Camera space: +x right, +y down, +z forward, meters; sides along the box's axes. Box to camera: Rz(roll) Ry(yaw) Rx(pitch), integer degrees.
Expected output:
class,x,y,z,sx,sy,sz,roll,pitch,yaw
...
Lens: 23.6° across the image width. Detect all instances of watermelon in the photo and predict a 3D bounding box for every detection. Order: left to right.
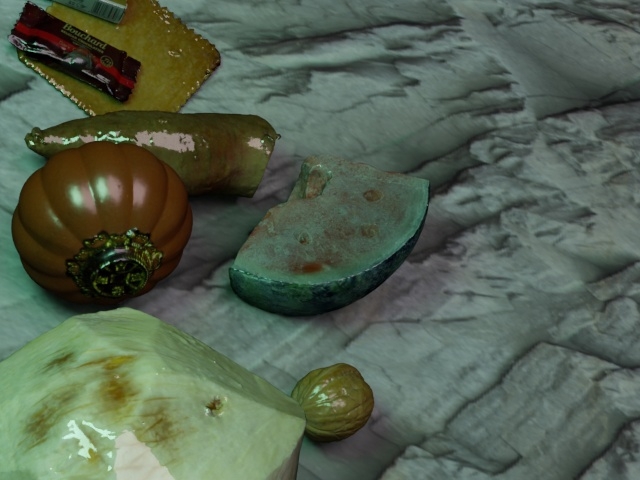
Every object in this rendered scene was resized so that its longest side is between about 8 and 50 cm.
class,x,y,z,sx,sy,sz,roll,pitch,yaw
watermelon,0.000,0.000,2.101,0.318,0.148,0.226,-23,60,-23

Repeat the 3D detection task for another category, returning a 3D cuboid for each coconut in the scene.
class,x,y,z,sx,sy,sz,roll,pitch,yaw
coconut,-0.204,0.264,1.649,0.415,0.344,0.415,0,91,2

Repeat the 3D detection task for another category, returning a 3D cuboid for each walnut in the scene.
class,x,y,z,sx,sy,sz,roll,pitch,yaw
walnut,0.017,0.212,1.997,0.124,0.105,0.105,-10,71,-45

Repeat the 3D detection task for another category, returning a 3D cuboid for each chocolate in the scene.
class,x,y,z,sx,sy,sz,roll,pitch,yaw
chocolate,-0.329,-0.255,2.069,0.182,0.028,0.086,28,53,-12

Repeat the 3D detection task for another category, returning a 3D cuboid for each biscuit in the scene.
class,x,y,z,sx,sy,sz,roll,pitch,yaw
biscuit,-0.278,-0.261,2.126,0.232,0.013,0.237,40,54,-6

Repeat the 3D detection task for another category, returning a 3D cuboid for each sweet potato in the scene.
class,x,y,z,sx,sy,sz,roll,pitch,yaw
sweet potato,-0.221,-0.112,2.011,0.336,0.131,0.131,-2,67,-30

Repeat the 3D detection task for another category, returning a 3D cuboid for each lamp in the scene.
class,x,y,z,sx,sy,sz,roll,pitch,yaw
lamp,-0.266,-0.019,1.878,0.223,0.223,0.196,4,41,-28

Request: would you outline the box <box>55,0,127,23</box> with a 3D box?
class,x,y,z,sx,sy,sz,roll,pitch,yaw
box,-0.369,-0.362,2.097,0.218,0.039,0.055,19,56,-15
